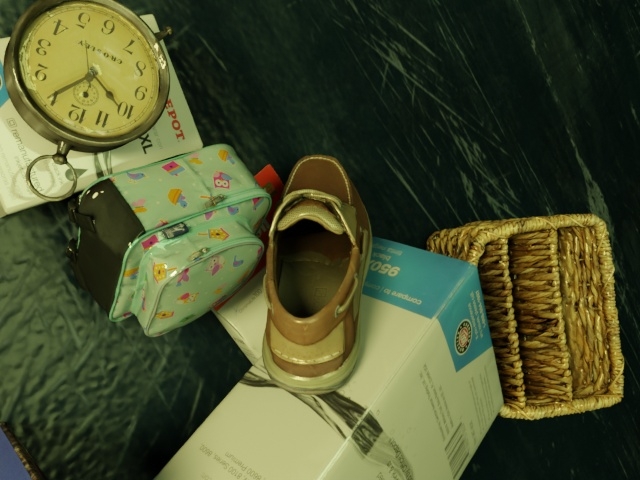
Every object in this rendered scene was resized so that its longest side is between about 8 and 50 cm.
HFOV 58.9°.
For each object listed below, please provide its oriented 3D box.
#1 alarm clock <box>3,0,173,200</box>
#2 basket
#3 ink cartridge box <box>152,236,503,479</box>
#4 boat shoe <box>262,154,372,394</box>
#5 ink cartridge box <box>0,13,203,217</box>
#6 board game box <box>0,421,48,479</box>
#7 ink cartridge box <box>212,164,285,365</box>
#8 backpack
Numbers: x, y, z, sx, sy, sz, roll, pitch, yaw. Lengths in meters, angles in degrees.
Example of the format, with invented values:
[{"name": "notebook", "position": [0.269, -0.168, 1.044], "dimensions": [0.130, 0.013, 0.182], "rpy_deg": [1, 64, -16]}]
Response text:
[{"name": "alarm clock", "position": [-0.208, -0.125, 0.491], "dimensions": [0.129, 0.064, 0.192], "rpy_deg": [23, 72, -33]}, {"name": "basket", "position": [0.300, 0.116, 0.870], "dimensions": [0.213, 0.223, 0.300], "rpy_deg": [-9, 95, -36]}, {"name": "ink cartridge box", "position": [0.039, 0.235, 0.664], "dimensions": [0.395, 0.166, 0.286], "rpy_deg": [-47, 134, -28]}, {"name": "boat shoe", "position": [0.000, 0.000, 0.612], "dimensions": [0.325, 0.122, 0.117], "rpy_deg": [-91, 179, -46]}, {"name": "ink cartridge box", "position": [-0.241, -0.126, 0.561], "dimensions": [0.203, 0.085, 0.148], "rpy_deg": [-27, 104, -33]}, {"name": "board game box", "position": [-0.231, 0.331, 0.466], "dimensions": [0.141, 0.232, 0.291], "rpy_deg": [-36, 110, -32]}, {"name": "ink cartridge box", "position": [-0.050, 0.048, 0.719], "dimensions": [0.189, 0.066, 0.232], "rpy_deg": [-45, 118, -28]}, {"name": "backpack", "position": [-0.137, -0.005, 0.580], "dimensions": [0.144, 0.166, 0.188], "rpy_deg": [43, 49, 11]}]
